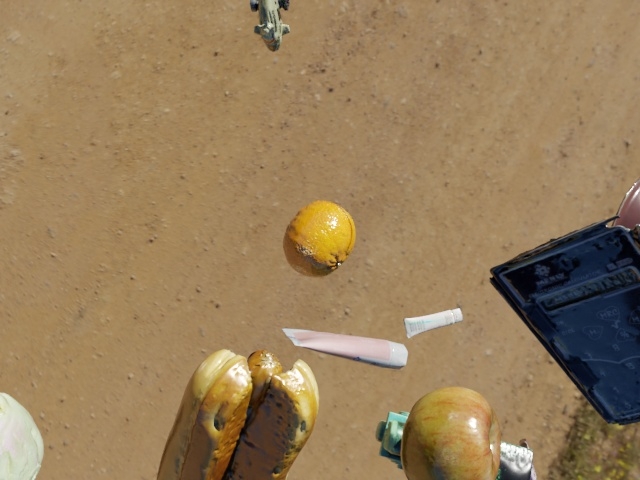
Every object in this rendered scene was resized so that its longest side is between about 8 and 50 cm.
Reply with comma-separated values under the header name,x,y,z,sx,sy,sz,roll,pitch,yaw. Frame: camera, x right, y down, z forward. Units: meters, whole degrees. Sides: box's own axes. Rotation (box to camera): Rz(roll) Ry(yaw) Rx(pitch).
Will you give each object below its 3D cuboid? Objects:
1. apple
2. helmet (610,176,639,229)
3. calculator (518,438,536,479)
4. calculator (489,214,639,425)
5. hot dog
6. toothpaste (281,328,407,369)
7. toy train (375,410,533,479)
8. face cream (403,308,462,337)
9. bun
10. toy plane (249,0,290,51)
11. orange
name,x,y,z,sx,sy,sz,roll,pitch,yaw
apple,0.097,0.154,0.485,0.084,0.071,0.084,-4,90,-65
helmet,0.441,0.008,0.876,0.175,0.106,0.155,-53,156,-7
calculator,0.515,0.550,1.598,0.166,0.024,0.103,15,61,-75
calculator,0.320,0.098,0.688,0.274,0.165,0.028,48,42,-17
hot dog,-0.102,0.234,0.680,0.135,0.100,0.338,6,128,-19
toothpaste,0.039,0.160,0.960,0.194,0.067,0.043,14,98,-23
toy train,0.260,0.422,1.282,0.297,0.194,0.120,15,74,3
face cream,0.215,0.155,1.225,0.115,0.020,0.038,-13,91,-9
bun,-0.693,0.400,1.299,0.293,0.293,0.187,23,118,-33
toy plane,-0.124,-0.557,1.458,0.108,0.091,0.287,-80,170,-46
orange,0.000,0.000,1.559,0.161,0.193,0.193,37,70,16
